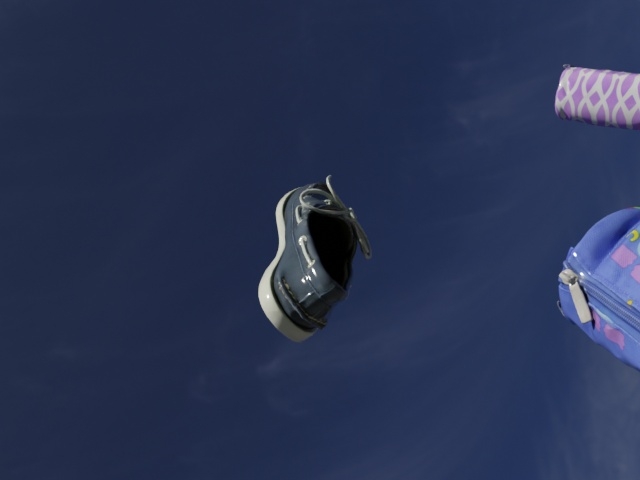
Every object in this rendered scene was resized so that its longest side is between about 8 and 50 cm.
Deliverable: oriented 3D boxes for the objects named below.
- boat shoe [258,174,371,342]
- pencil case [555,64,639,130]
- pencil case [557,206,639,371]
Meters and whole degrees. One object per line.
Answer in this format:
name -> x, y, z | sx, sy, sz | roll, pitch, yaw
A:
boat shoe -> 0.000, 0.000, 0.797 | 0.095, 0.079, 0.254 | 49, -158, -13
pencil case -> 0.448, -0.204, 1.183 | 0.088, 0.206, 0.086 | 10, -84, -53
pencil case -> 0.290, 0.078, 0.594 | 0.133, 0.306, 0.120 | 0, -66, -16
